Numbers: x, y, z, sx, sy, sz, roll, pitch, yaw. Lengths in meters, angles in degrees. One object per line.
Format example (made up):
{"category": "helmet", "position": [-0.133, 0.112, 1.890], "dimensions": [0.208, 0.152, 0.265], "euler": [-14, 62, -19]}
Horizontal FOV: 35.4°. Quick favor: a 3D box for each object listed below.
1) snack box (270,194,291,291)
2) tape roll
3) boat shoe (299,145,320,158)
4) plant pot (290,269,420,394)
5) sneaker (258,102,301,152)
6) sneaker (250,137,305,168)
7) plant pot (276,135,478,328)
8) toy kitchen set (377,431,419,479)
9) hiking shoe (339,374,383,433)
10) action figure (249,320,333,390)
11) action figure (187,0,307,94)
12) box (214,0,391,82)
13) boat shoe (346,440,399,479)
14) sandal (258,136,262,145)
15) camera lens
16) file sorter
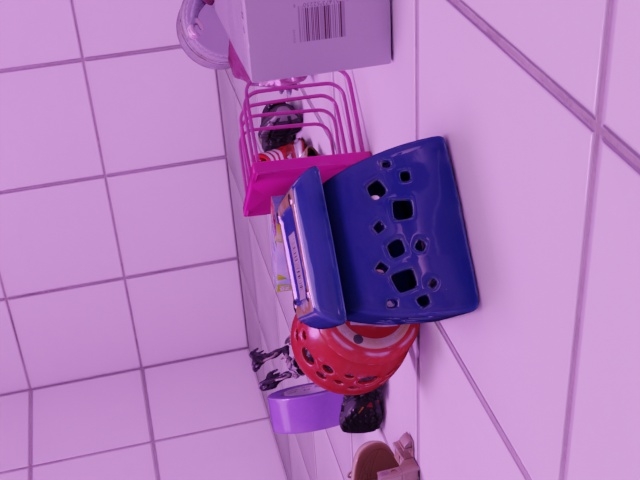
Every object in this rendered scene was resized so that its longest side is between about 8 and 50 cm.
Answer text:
{"category": "snack box", "position": [0.000, 0.000, 1.812], "dimensions": [0.207, 0.174, 0.070], "euler": [92, 168, -53]}
{"category": "tape roll", "position": [-0.021, 0.373, 2.261], "dimensions": [0.189, 0.189, 0.080], "euler": [179, 81, -80]}
{"category": "boat shoe", "position": [-0.012, -0.156, 2.091], "dimensions": [0.045, 0.050, 0.135], "euler": [-68, 31, 23]}
{"category": "plant pot", "position": [0.059, 0.131, 1.592], "dimensions": [0.174, 0.191, 0.191], "euler": [116, 143, -61]}
{"category": "sneaker", "position": [-0.107, -0.282, 2.356], "dimensions": [0.267, 0.101, 0.106], "euler": [129, 132, -77]}
{"category": "sneaker", "position": [-0.100, -0.186, 2.297], "dimensions": [0.221, 0.128, 0.087], "euler": [133, 126, -84]}
{"category": "plant pot", "position": [0.064, 0.007, 1.356], "dimensions": [0.236, 0.212, 0.236], "euler": [144, 116, -78]}
{"category": "toy kitchen set", "position": [0.126, 0.382, 1.762], "dimensions": [0.083, 0.075, 0.068], "euler": [-126, 29, -59]}
{"category": "hiking shoe", "position": [0.082, 0.291, 1.963], "dimensions": [0.227, 0.086, 0.114], "euler": [100, 172, -49]}
{"category": "action figure", "position": [-0.027, 0.253, 2.258], "dimensions": [0.164, 0.275, 0.141], "euler": [58, -144, -19]}
{"category": "action figure", "position": [-0.116, -0.481, 1.990], "dimensions": [0.370, 0.248, 0.276], "euler": [75, -157, -43]}
{"category": "box", "position": [-0.041, -0.393, 1.545], "dimensions": [0.345, 0.215, 0.168], "euler": [-117, 20, -57]}
{"category": "boat shoe", "position": [0.104, 0.497, 1.923], "dimensions": [0.089, 0.104, 0.285], "euler": [-128, 29, -64]}
{"category": "sandal", "position": [-0.124, -0.156, 2.605], "dimensions": [0.120, 0.086, 0.303], "euler": [103, 155, -66]}
{"category": "camera lens", "position": [-0.252, -0.554, 2.554], "dimensions": [0.274, 0.219, 0.219], "euler": [-157, 58, -78]}
{"category": "file sorter", "position": [-0.043, -0.175, 1.826], "dimensions": [0.291, 0.202, 0.182], "euler": [120, 142, -75]}
